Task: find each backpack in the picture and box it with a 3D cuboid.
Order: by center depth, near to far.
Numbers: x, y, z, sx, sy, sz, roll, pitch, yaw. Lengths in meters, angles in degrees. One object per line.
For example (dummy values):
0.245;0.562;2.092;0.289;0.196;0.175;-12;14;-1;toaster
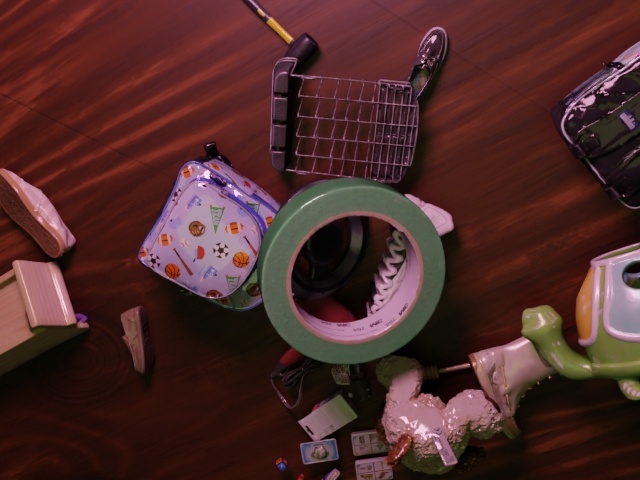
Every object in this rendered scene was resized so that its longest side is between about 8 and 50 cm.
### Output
0.534;-0.206;1.137;0.253;0.191;0.225;-39;98;25;backpack
-0.179;-0.002;1.320;0.263;0.213;0.276;29;106;-10;backpack

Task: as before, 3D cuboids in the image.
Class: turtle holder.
0.544;0.129;1.229;0.320;0.243;0.227;-21;88;46;turtle holder

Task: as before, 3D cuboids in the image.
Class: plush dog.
0.199;0.375;1.348;0.262;0.211;0.225;22;151;26;plush dog

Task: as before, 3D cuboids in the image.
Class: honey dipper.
0.276;0.252;1.396;0.160;0.030;0.030;-12;103;11;honey dipper

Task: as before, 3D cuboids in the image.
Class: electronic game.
0.000;0.000;1.296;0.048;0.229;0.229;21;115;50;electronic game

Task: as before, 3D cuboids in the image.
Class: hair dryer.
-0.026;0.200;1.403;0.223;0.080;0.294;-8;97;21;hair dryer

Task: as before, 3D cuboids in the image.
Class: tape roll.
0.053;0.054;1.217;0.321;0.077;0.321;-3;108;-10;tape roll

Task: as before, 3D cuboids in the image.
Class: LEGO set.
0.031;0.493;1.507;0.244;0.060;0.182;-9;104;0;LEGO set

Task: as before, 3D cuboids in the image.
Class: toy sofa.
-0.688;0.186;1.500;0.362;0.177;0.150;-28;74;16;toy sofa

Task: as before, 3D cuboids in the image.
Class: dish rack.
0.039;-0.209;1.272;0.271;0.074;0.208;7;119;4;dish rack

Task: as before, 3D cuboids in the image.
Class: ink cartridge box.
0.017;0.367;1.473;0.115;0.029;0.063;-36;97;18;ink cartridge box

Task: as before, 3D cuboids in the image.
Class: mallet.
-0.093;-0.388;1.281;0.189;0.039;0.062;38;110;3;mallet

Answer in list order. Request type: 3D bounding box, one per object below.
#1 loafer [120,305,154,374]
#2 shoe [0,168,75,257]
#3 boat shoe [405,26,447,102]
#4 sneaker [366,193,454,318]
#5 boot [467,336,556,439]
-0.388;0.211;1.489;0.050;0.056;0.148;-4;95;12;loafer
-0.589;-0.060;1.450;0.076;0.058;0.219;-37;93;37;shoe
0.186;-0.307;1.248;0.049;0.040;0.142;23;108;3;boat shoe
0.163;0.064;1.329;0.118;0.110;0.292;16;108;-4;sneaker
0.394;0.276;1.357;0.165;0.077;0.213;-25;112;5;boot
